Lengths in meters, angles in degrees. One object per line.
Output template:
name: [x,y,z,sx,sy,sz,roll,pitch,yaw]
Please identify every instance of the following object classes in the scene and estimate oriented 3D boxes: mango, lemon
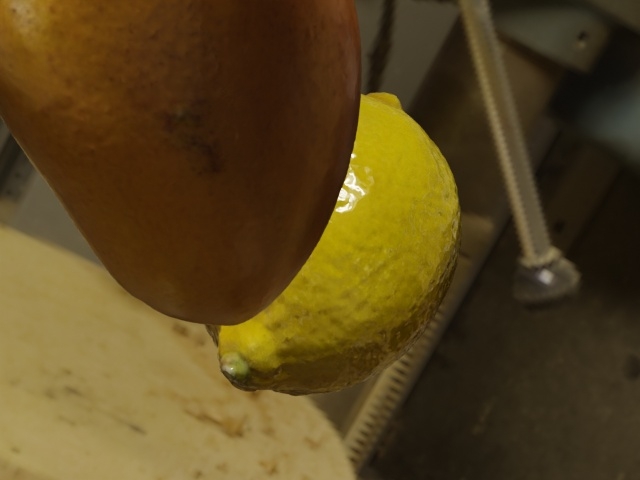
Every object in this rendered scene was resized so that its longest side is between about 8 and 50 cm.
mango: [-0.050,-0.066,0.568,0.102,0.217,0.141,10,28,40]
lemon: [0.000,0.000,1.035,0.187,0.244,0.187,17,-28,10]
